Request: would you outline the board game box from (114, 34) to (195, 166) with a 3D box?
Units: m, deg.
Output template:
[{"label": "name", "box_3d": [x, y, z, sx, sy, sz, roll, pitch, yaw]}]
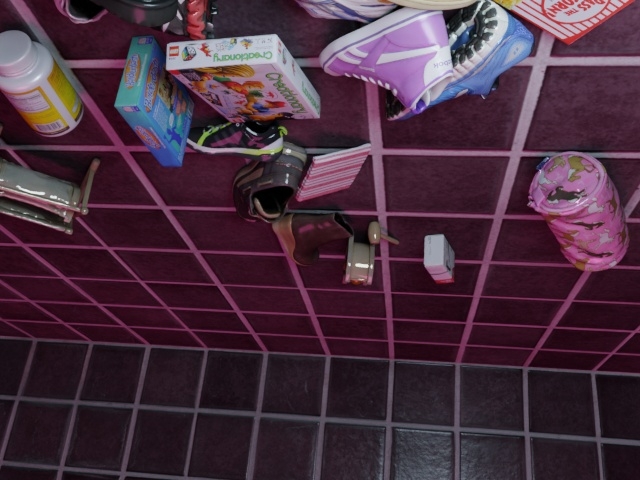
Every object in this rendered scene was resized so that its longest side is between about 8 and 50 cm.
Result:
[{"label": "board game box", "box_3d": [-0.315, -0.264, 1.283, 0.047, 0.160, 0.210, 0, 155, 13]}]

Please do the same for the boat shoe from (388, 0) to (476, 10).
[{"label": "boat shoe", "box_3d": [0.086, -0.418, 0.903, 0.341, 0.121, 0.110, 13, 155, -13]}]

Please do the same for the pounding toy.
[{"label": "pounding toy", "box_3d": [0.146, 0.068, 1.921, 0.155, 0.154, 0.269, 6, 156, 0]}]

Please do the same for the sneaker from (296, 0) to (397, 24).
[{"label": "sneaker", "box_3d": [-0.022, -0.389, 0.998, 0.297, 0.111, 0.131, 12, 167, -16]}]

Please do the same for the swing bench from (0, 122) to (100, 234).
[{"label": "swing bench", "box_3d": [-0.724, -0.132, 1.660, 0.253, 0.165, 0.255, 18, 153, -27]}]

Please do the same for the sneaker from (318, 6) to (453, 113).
[{"label": "sneaker", "box_3d": [0.104, -0.277, 1.098, 0.102, 0.161, 0.282, -26, -167, -29]}]

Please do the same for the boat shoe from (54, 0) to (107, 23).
[{"label": "boat shoe", "box_3d": [-0.386, -0.390, 1.059, 0.083, 0.075, 0.226, 40, 157, -32]}]

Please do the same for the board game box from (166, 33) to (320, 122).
[{"label": "board game box", "box_3d": [-0.127, -0.288, 1.215, 0.193, 0.053, 0.305, -1, 173, 14]}]

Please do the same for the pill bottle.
[{"label": "pill bottle", "box_3d": [-0.560, -0.306, 1.295, 0.117, 0.117, 0.215, 3, 155, 6]}]

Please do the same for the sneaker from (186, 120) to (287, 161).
[{"label": "sneaker", "box_3d": [-0.187, -0.240, 1.442, 0.235, 0.084, 0.097, 7, 124, 3]}]

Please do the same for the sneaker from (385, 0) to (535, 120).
[{"label": "sneaker", "box_3d": [0.233, -0.283, 1.153, 0.147, 0.129, 0.330, 13, 163, -29]}]

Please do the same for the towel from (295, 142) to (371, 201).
[{"label": "towel", "box_3d": [0.025, -0.159, 1.531, 0.144, 0.029, 0.197, -18, 161, -22]}]

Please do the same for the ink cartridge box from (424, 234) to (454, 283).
[{"label": "ink cartridge box", "box_3d": [0.346, 0.054, 1.913, 0.056, 0.099, 0.135, -6, 154, 24]}]

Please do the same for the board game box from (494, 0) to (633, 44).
[{"label": "board game box", "box_3d": [0.366, -0.390, 0.996, 0.194, 0.045, 0.147, 18, 153, -25]}]

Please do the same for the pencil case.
[{"label": "pencil case", "box_3d": [0.613, -0.056, 1.547, 0.167, 0.160, 0.386, 24, 172, 40]}]

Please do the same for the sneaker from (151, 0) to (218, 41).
[{"label": "sneaker", "box_3d": [-0.233, -0.411, 1.015, 0.135, 0.097, 0.276, 5, 157, -4]}]

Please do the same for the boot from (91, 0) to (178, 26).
[{"label": "boot", "box_3d": [-0.309, -0.468, 0.854, 0.348, 0.131, 0.260, 27, 139, 4]}]

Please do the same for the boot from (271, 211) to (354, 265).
[{"label": "boot", "box_3d": [0.000, 0.000, 1.879, 0.207, 0.090, 0.248, -4, 150, 26]}]

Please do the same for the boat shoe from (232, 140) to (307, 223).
[{"label": "boat shoe", "box_3d": [-0.141, -0.113, 1.612, 0.132, 0.130, 0.355, 13, 155, -16]}]
